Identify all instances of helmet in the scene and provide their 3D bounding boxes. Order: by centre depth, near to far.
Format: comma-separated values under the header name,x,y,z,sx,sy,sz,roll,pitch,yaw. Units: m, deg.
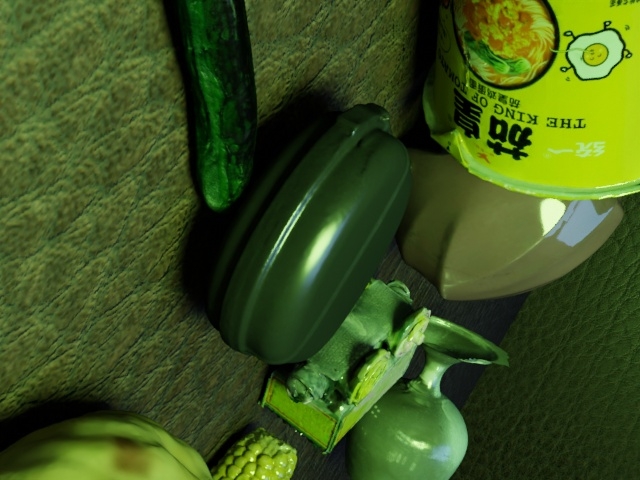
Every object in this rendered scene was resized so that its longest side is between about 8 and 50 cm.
name,x,y,z,sx,sy,sz,roll,pitch,yaw
helmet,0.247,-0.038,0.971,0.338,0.197,0.271,-18,162,14

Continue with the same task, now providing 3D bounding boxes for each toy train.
name,x,y,z,sx,sy,sz,roll,pitch,yaw
toy train,0.040,0.154,1.036,0.261,0.134,0.177,-34,149,-46

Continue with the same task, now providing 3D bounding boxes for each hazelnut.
name,x,y,z,sx,sy,sz,roll,pitch,yaw
hazelnut,-0.188,0.250,0.587,0.261,0.241,0.261,-163,-90,-86

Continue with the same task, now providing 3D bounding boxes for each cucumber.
name,x,y,z,sx,sy,sz,roll,pitch,yaw
cucumber,-0.071,-0.112,0.544,0.056,0.056,0.284,-46,159,-29

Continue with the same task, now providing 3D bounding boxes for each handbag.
name,x,y,z,sx,sy,sz,roll,pitch,yaw
handbag,0.001,0.001,0.739,0.254,0.093,0.308,-58,168,-2

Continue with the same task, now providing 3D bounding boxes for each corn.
name,x,y,z,sx,sy,sz,roll,pitch,yaw
corn,-0.146,0.395,0.970,0.347,0.130,0.130,-54,159,-13

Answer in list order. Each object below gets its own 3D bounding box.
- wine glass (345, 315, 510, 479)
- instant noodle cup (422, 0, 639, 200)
name,x,y,z,sx,sy,sz,roll,pitch,yaw
wine glass,0.183,0.317,1.452,0.238,0.238,0.323,-8,122,-63
instant noodle cup,0.254,-0.238,0.763,0.325,0.325,0.254,-49,149,-23
